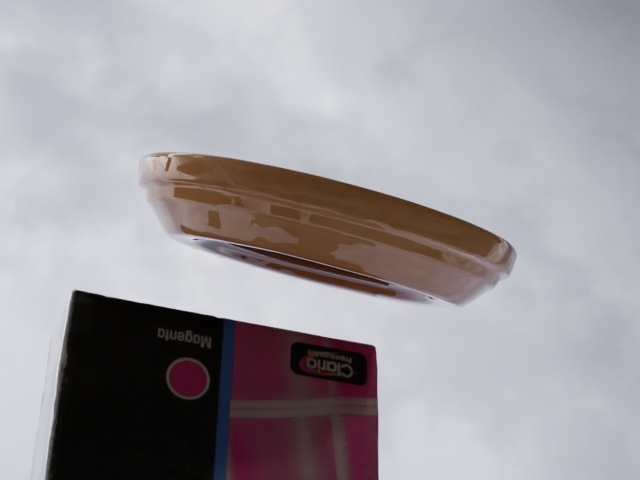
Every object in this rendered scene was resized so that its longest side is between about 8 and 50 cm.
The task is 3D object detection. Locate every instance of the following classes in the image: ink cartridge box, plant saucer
[{"bbox_3d":[-0.061,0.209,0.580,0.175,0.069,0.371,12,-122,-17],"label":"ink cartridge box"},{"bbox_3d":[0.000,0.000,0.626,0.200,0.200,0.037,17,-97,-23],"label":"plant saucer"}]
